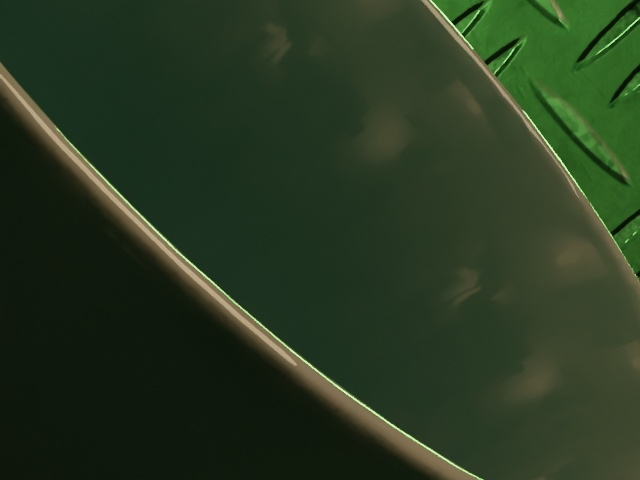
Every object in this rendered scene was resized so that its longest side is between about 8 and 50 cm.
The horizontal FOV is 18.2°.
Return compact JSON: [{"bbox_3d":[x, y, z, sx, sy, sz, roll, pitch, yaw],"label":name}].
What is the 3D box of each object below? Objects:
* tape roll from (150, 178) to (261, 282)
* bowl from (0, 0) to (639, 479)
[{"bbox_3d":[-0.033,0.023,0.847,0.392,0.072,0.392,43,1,-1],"label":"tape roll"},{"bbox_3d":[-0.060,0.002,0.530,0.311,0.163,0.311,40,20,-18],"label":"bowl"}]
